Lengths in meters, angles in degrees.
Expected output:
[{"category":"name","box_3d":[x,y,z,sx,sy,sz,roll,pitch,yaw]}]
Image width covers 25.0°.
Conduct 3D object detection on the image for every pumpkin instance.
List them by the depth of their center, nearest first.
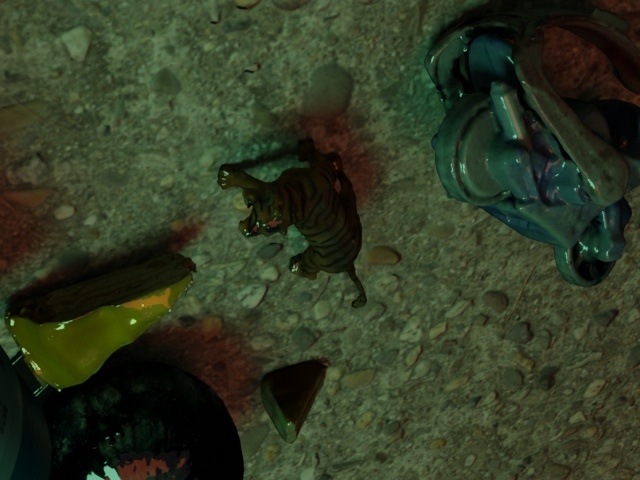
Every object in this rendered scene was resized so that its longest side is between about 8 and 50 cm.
[{"category":"pumpkin","box_3d":[-0.192,0.232,1.463,0.233,0.163,0.233,-16,133,-18]}]

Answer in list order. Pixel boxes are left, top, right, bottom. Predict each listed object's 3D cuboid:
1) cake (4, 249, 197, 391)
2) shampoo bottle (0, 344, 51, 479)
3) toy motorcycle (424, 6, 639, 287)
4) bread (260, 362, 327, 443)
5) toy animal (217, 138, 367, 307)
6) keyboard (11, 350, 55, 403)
[{"category":"cake","box_3d":[-0.199,0.089,1.378,0.185,0.080,0.116,-17,121,-18]},{"category":"shampoo bottle","box_3d":[-0.424,0.118,1.096,0.331,0.331,0.342,-31,135,-7]},{"category":"toy motorcycle","box_3d":[0.251,-0.103,1.443,0.241,0.182,0.319,-47,134,11]},{"category":"bread","box_3d":[-0.037,0.170,1.590,0.109,0.062,0.043,-56,160,-48]},{"category":"toy animal","box_3d":[0.006,-0.006,1.420,0.114,0.116,0.255,-37,137,2]},{"category":"keyboard","box_3d":[-0.268,0.117,1.424,0.195,0.018,0.060,-44,129,7]}]
